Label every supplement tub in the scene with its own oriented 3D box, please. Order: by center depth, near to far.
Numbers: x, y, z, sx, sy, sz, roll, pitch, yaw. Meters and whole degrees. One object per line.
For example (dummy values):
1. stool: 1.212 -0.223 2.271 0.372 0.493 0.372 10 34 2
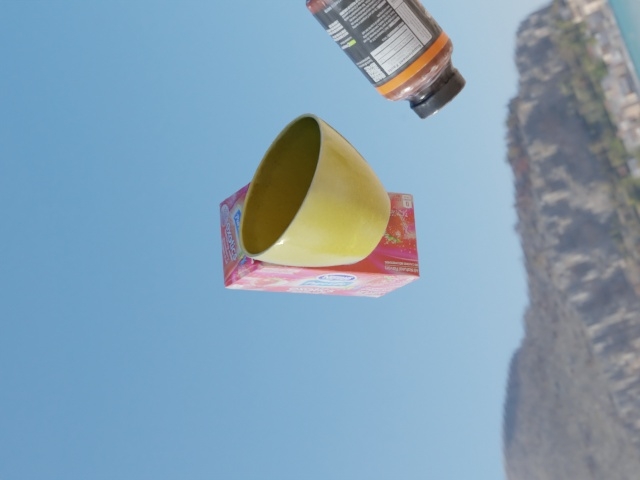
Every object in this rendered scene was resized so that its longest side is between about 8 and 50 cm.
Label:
1. supplement tub: 0.081 -0.235 1.382 0.198 0.106 0.106 48 -158 -14

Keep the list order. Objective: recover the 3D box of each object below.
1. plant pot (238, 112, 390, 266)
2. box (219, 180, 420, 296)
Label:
1. plant pot: 0.003 -0.030 1.038 0.095 0.134 0.134 24 -142 -25
2. box: 0.000 0.000 1.659 0.257 0.123 0.128 5 -108 -30
